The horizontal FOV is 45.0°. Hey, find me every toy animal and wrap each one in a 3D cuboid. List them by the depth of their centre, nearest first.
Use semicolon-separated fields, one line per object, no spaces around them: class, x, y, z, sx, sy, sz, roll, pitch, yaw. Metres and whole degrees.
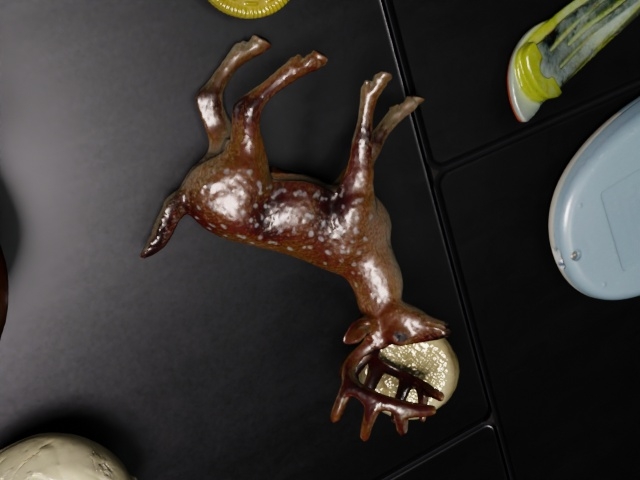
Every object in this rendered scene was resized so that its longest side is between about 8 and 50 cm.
toy animal;0.001;-0.001;0.583;0.243;0.087;0.260;17;93;-2

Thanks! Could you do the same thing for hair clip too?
hair clip;0.227;-0.182;0.672;0.188;0.033;0.060;-39;112;-8

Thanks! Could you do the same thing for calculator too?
calculator;0.345;-0.058;0.746;0.302;0.042;0.188;-31;111;-12

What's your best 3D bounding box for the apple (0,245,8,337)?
apple;-0.303;0.010;0.353;0.316;0.288;0.288;-20;109;-8

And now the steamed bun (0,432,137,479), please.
steamed bun;-0.196;0.193;0.537;0.112;0.091;0.130;38;82;-30

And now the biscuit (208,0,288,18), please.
biscuit;-0.052;-0.201;0.551;0.083;0.023;0.084;-5;104;-21

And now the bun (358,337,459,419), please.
bun;0.073;0.108;0.656;0.086;0.055;0.086;0;91;3
